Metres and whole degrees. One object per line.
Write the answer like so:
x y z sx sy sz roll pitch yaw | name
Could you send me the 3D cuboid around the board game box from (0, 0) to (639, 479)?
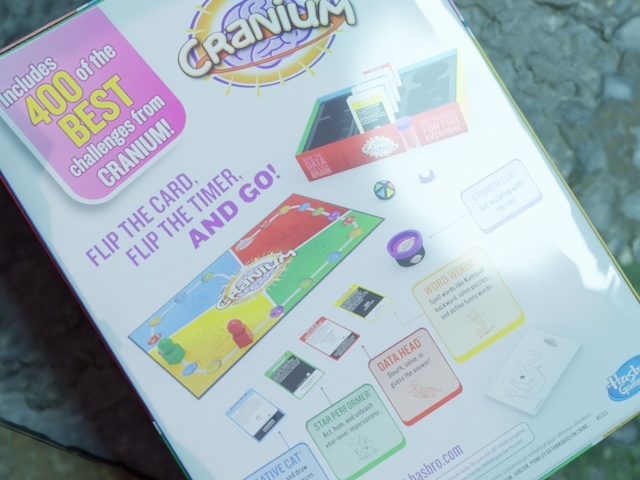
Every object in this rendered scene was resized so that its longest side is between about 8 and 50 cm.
0.000 0.000 0.592 0.242 0.064 0.316 -31 89 -9 | board game box
